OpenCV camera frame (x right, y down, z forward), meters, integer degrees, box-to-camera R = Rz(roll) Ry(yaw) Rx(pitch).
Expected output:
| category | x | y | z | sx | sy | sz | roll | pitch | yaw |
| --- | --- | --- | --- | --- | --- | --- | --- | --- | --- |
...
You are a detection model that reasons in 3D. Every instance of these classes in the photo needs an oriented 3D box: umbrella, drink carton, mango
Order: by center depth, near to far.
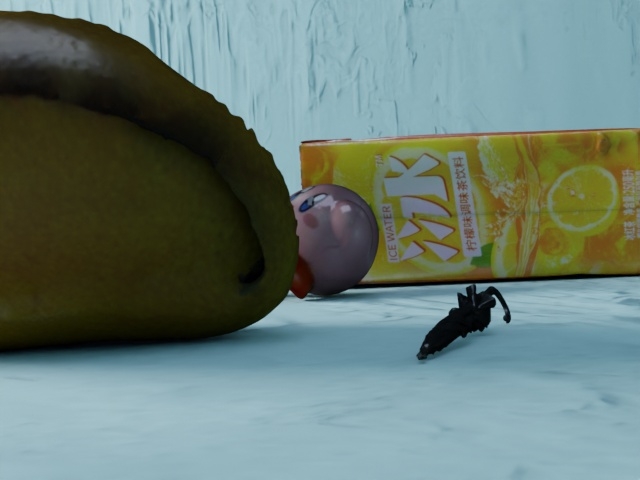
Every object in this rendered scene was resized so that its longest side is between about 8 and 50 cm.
| category | x | y | z | sx | sy | sz | roll | pitch | yaw |
| --- | --- | --- | --- | --- | --- | --- | --- | --- | --- |
| umbrella | 0.058 | 0.032 | 0.685 | 0.022 | 0.022 | 0.149 | -30 | -7 | 19 |
| mango | -0.124 | -0.021 | 0.744 | 0.236 | 0.166 | 0.136 | 16 | 42 | -12 |
| drink carton | 0.100 | -0.023 | 1.052 | 0.222 | 0.096 | 0.071 | -3 | 3 | 6 |

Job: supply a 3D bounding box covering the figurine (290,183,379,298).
| category | x | y | z | sx | sy | sz | roll | pitch | yaw |
| --- | --- | --- | --- | --- | --- | --- | --- | --- | --- |
| figurine | 0.000 | 0.000 | 0.980 | 0.067 | 0.071 | 0.083 | 44 | -4 | -22 |
